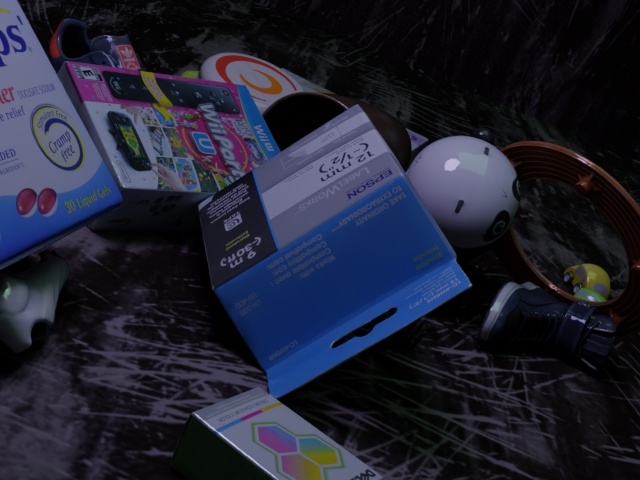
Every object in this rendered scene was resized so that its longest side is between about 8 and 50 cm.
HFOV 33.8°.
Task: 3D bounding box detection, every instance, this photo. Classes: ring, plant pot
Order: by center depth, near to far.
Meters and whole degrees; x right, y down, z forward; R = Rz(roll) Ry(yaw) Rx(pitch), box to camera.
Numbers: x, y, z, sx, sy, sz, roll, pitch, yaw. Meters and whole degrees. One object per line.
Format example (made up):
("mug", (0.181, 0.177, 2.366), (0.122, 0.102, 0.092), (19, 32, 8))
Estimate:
("ring", (0.358, 0.007, 1.558), (0.032, 0.336, 0.337), (-37, 56, -27))
("plant pot", (0.042, -0.131, 1.614), (0.215, 0.215, 0.230), (32, 27, 21))

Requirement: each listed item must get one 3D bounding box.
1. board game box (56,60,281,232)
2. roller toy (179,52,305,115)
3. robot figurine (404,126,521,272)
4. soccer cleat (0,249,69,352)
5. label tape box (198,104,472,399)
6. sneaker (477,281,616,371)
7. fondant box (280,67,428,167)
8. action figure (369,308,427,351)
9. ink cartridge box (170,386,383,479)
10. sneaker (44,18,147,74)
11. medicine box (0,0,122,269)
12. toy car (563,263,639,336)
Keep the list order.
("board game box", (-0.200, -0.121, 1.438), (0.303, 0.097, 0.224), (1, 52, -45))
("roller toy", (-0.125, -0.204, 1.742), (0.209, 0.146, 0.191), (36, 33, 17))
("robot figurine", (0.190, -0.042, 1.546), (0.174, 0.278, 0.209), (-15, 74, -14))
("soccer cleat", (-0.291, 0.061, 1.051), (0.076, 0.068, 0.196), (64, 5, -7))
("label tape box", (0.000, 0.000, 1.219), (0.115, 0.249, 0.347), (56, 6, -26))
("sneaker", (0.328, 0.127, 1.496), (0.163, 0.086, 0.226), (30, 20, 24))
("fondant box", (0.014, -0.203, 1.962), (0.330, 0.096, 0.238), (28, 21, 10))
("action figure", (0.084, 0.029, 1.382), (0.164, 0.141, 0.275), (55, 11, -27))
("ink cartridge box", (-0.018, 0.221, 0.933), (0.209, 0.062, 0.109), (33, 22, 24))
("sneaker", (-0.297, -0.228, 1.615), (0.350, 0.148, 0.131), (31, 22, 20))
("medicine box", (-0.373, -0.103, 1.023), (0.289, 0.149, 0.263), (63, 24, -7))
("toy car", (0.474, 0.105, 1.750), (0.239, 0.053, 0.225), (37, 24, 33))
